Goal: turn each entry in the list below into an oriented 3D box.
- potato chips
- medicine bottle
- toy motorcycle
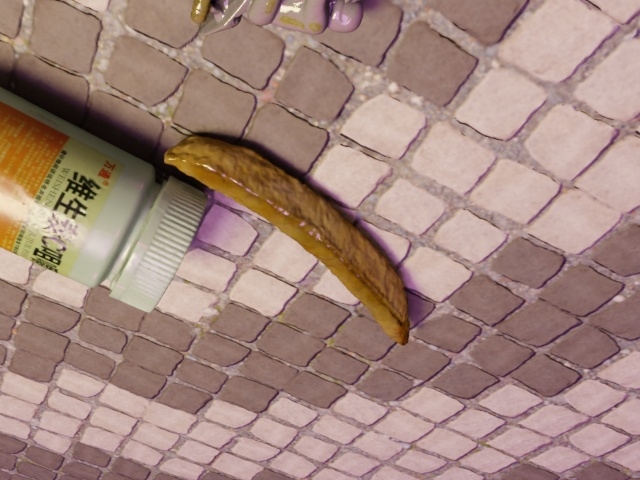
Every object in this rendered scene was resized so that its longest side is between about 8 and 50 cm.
[{"bbox_3d":[0.000,0.000,0.840,0.407,0.057,0.080,40,142,-26],"label":"potato chips"},{"bbox_3d":[-0.299,-0.055,0.775,0.318,0.158,0.158,28,133,-15],"label":"medicine bottle"},{"bbox_3d":[-0.026,-0.234,0.602,0.225,0.073,0.152,-16,132,24],"label":"toy motorcycle"}]
